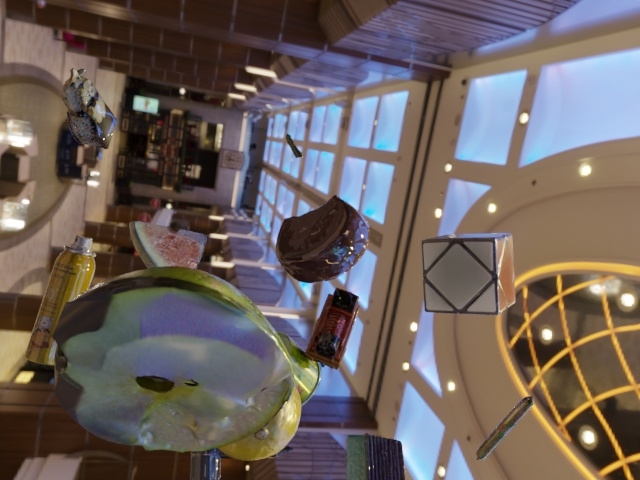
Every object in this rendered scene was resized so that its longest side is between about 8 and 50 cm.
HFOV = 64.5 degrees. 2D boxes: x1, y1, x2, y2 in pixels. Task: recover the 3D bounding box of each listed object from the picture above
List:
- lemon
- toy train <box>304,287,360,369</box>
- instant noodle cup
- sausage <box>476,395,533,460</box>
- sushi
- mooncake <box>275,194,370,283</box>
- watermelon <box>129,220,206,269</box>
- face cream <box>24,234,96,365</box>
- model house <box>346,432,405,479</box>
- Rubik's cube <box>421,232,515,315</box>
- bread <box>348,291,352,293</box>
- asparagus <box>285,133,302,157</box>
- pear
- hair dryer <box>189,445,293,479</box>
[{"bbox_3d":[-0.224,0.552,1.665,0.348,0.348,0.348,-173,-90,-76],"label":"lemon"},{"bbox_3d":[0.064,0.361,2.179,0.232,0.163,0.369,104,8,-53],"label":"toy train"},{"bbox_3d":[-0.180,0.543,2.156,0.221,0.311,0.311,59,11,-35],"label":"instant noodle cup"},{"bbox_3d":[0.506,0.520,1.400,0.269,0.033,0.033,-62,-158,25],"label":"sausage"},{"bbox_3d":[-0.774,-0.429,1.630,0.273,0.109,0.134,77,12,-55],"label":"sushi"},{"bbox_3d":[0.000,0.000,1.800,0.326,0.174,0.334,-45,-145,-3],"label":"mooncake"},{"bbox_3d":[-0.466,0.015,1.583,0.262,0.201,0.213,55,-21,-15],"label":"watermelon"},{"bbox_3d":[-0.697,0.156,1.385,0.105,0.105,0.349,177,-70,-76],"label":"face cream"},{"bbox_3d":[0.237,0.932,2.040,0.230,0.248,0.280,79,11,-45],"label":"model house"},{"bbox_3d":[0.411,0.087,1.404,0.205,0.205,0.207,-3,-86,33],"label":"Rubik's cube"},{"bbox_3d":[0.137,0.308,2.604,0.077,0.070,0.083,83,-3,-48],"label":"bread"},{"bbox_3d":[-0.089,-0.316,1.703,0.108,0.025,0.021,61,-34,21],"label":"asparagus"},{"bbox_3d":[-0.240,0.180,0.865,0.165,0.398,0.399,-92,-165,-56],"label":"pear"},{"bbox_3d":[-0.269,0.743,1.745,0.107,0.352,0.189,99,-9,-78],"label":"hair dryer"}]
